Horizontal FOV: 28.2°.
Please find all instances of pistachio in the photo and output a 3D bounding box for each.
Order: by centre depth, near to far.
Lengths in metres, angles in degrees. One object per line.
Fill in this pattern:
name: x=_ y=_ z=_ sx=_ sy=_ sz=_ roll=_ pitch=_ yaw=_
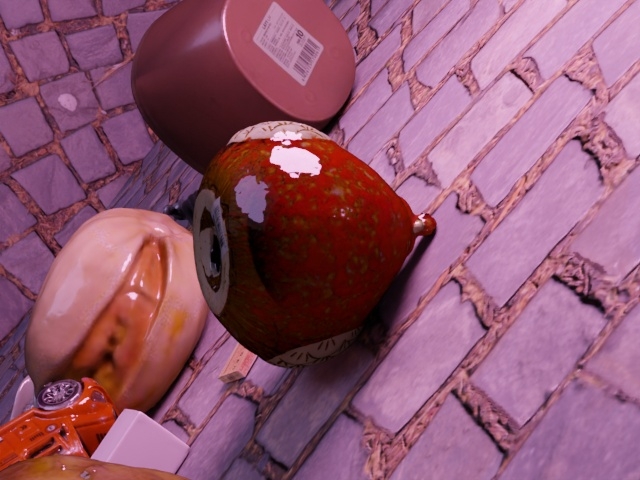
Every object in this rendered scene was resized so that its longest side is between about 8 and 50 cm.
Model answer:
pistachio: x=-0.265 y=0.091 z=1.706 sx=0.230 sy=0.230 sz=0.309 roll=-24 pitch=41 yaw=59

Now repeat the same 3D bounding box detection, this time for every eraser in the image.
eraser: x=-0.265 y=0.332 z=1.415 sx=0.298 sy=0.078 sz=0.076 roll=-57 pitch=16 yaw=-17

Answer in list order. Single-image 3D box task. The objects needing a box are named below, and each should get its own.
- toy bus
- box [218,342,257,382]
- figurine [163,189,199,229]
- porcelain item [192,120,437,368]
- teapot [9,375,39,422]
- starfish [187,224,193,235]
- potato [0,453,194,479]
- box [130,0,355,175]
toy bus: x=-0.364 y=0.307 z=1.511 sx=0.329 sy=0.143 sz=0.153 roll=-31 pitch=34 yaw=-26
box: x=-0.082 y=0.122 z=1.484 sx=0.093 sy=0.015 sz=0.058 roll=-60 pitch=16 yaw=-26
figurine: x=-0.235 y=-0.042 z=2.159 sx=0.086 sy=0.094 sz=0.082 roll=-4 pitch=84 yaw=32
porcelain item: x=0.000 y=0.000 z=1.247 sx=0.253 sy=0.253 sz=0.253 roll=-47 pitch=16 yaw=18
teapot: x=-0.408 y=0.316 z=1.738 sx=0.208 sy=0.166 sz=0.300 roll=-23 pitch=21 yaw=38
starfish: x=-0.264 y=0.100 z=1.937 sx=0.347 sy=0.078 sz=0.358 roll=-61 pitch=20 yaw=-10
potato: x=-0.188 y=0.285 z=1.005 sx=0.289 sy=0.237 sz=0.301 roll=-31 pitch=26 yaw=52
box: x=-0.102 y=-0.251 z=1.904 sx=0.216 sy=0.301 sz=0.301 roll=-22 pitch=33 yaw=47
